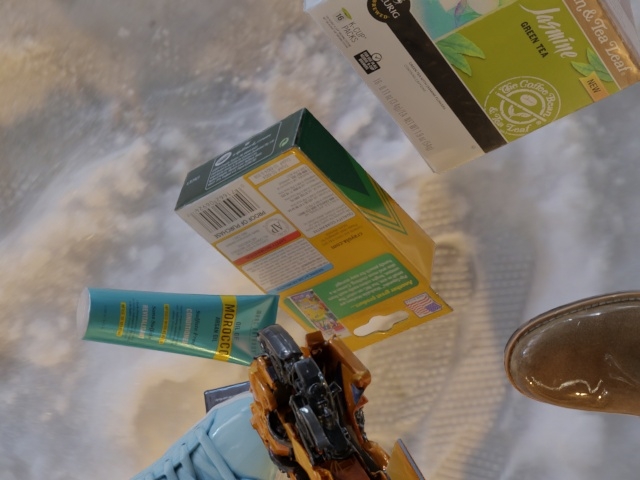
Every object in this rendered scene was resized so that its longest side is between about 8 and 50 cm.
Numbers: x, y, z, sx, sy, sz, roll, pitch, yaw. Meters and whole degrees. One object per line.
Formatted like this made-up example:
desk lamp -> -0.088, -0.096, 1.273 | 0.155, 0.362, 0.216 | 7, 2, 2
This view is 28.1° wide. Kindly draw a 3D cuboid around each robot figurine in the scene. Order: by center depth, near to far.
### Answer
robot figurine -> 0.030, 0.195, 0.966 | 0.085, 0.211, 0.291 | -21, 57, -17

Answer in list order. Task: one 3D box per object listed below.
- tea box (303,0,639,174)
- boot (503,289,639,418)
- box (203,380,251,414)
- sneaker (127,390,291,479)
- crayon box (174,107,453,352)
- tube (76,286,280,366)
tea box -> 0.203, -0.318, 1.684 | 0.329, 0.323, 0.220 | 46, 30, -33
boot -> 0.307, 0.115, 1.082 | 0.305, 0.115, 0.112 | 2, 111, 10
box -> -0.037, 0.265, 1.513 | 0.108, 0.153, 0.207 | 16, 62, -60
sneaker -> -0.169, 0.305, 1.394 | 0.366, 0.150, 0.135 | -46, 76, 14
crayon box -> 0.000, 0.000, 1.628 | 0.323, 0.203, 0.083 | 45, 37, -28
tube -> -0.142, 0.085, 1.305 | 0.207, 0.052, 0.080 | 7, 97, -24
